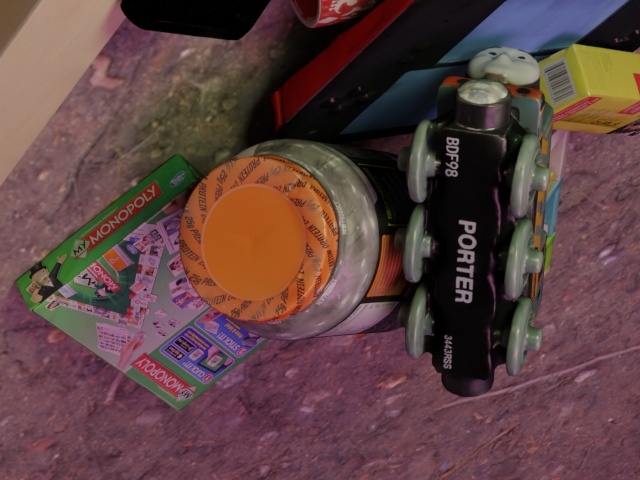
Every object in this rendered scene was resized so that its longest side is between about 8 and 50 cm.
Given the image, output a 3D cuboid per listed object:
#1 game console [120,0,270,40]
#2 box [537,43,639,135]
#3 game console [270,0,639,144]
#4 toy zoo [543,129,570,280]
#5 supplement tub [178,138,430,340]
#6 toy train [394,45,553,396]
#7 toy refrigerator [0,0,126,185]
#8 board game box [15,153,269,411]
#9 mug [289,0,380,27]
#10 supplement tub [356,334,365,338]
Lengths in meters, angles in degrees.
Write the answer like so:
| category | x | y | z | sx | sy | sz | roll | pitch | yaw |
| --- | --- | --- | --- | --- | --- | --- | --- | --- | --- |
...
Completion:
| category | x | y | z | sx | sy | sz | roll | pitch | yaw |
| --- | --- | --- | --- | --- | --- | --- | --- | --- | --- |
| game console | -0.132 | -0.258 | 1.505 | 0.361 | 0.044 | 0.213 | 0 | 133 | -50 |
| box | 0.288 | -0.151 | 1.962 | 0.087 | 0.058 | 0.232 | -25 | 165 | 33 |
| game console | 0.170 | -0.188 | 1.879 | 0.386 | 0.060 | 0.342 | -10 | 168 | -33 |
| toy zoo | 0.206 | -0.013 | 2.074 | 0.192 | 0.030 | 0.293 | -49 | 154 | -36 |
| supplement tub | 0.000 | 0.000 | 1.893 | 0.193 | 0.193 | 0.316 | -46 | 162 | 16 |
| toy train | 0.154 | -0.019 | 1.830 | 0.190 | 0.142 | 0.334 | -61 | 155 | -54 |
| toy refrigerator | -0.265 | -0.166 | 1.633 | 0.269 | 0.094 | 0.102 | -50 | 151 | 22 |
| board game box | -0.150 | 0.052 | 2.038 | 0.213 | 0.046 | 0.317 | -37 | 146 | 5 |
| mug | 0.060 | -0.267 | 1.762 | 0.169 | 0.113 | 0.150 | -17 | 163 | -17 |
| supplement tub | 0.093 | 0.018 | 2.139 | 0.190 | 0.117 | 0.117 | -37 | 146 | 3 |
